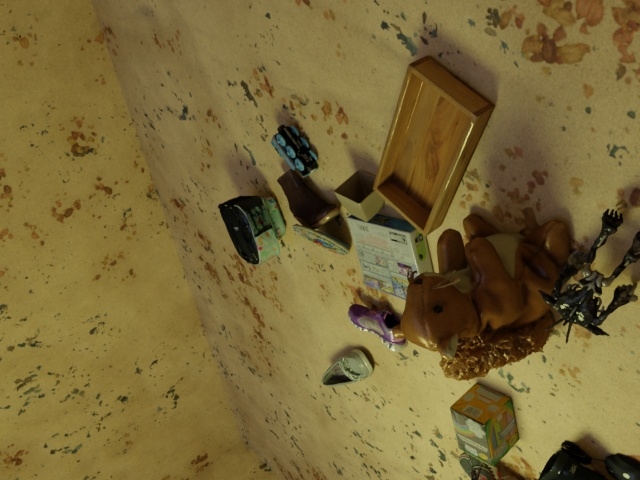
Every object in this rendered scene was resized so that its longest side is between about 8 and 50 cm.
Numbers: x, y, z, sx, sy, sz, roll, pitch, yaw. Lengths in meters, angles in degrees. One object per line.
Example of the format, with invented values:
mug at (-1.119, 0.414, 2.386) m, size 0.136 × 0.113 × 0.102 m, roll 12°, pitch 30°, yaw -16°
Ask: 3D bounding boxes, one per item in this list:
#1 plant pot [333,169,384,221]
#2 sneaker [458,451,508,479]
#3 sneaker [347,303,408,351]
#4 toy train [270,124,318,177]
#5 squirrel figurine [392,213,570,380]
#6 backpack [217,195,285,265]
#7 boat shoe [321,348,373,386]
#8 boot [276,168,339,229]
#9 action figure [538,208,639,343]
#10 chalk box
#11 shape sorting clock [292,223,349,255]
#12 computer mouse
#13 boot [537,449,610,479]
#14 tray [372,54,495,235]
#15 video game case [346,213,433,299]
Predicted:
plant pot at (0.121, -0.120, 1.831) m, size 0.109 × 0.109 × 0.096 m, roll 30°, pitch 153°, yaw 40°
sneaker at (0.509, 0.758, 1.993) m, size 0.299 × 0.112 × 0.121 m, roll -135°, pitch 32°, yaw -66°
sneaker at (0.191, 0.260, 2.100) m, size 0.236 × 0.095 × 0.105 m, roll 30°, pitch 134°, yaw 34°
toy train at (-0.079, -0.278, 2.017) m, size 0.184 × 0.080 × 0.105 m, roll 53°, pitch 160°, yaw 5°
squirrel figurine at (0.354, 0.169, 1.456) m, size 0.281 × 0.370 × 0.397 m, roll 17°, pitch 131°, yaw 50°
backpack at (-0.244, -0.042, 2.376) m, size 0.225 × 0.191 × 0.254 m, roll 5°, pitch 114°, yaw 59°
boat shoe at (0.099, 0.497, 2.446) m, size 0.118 × 0.103 × 0.320 m, roll 57°, pitch 152°, yaw 3°
boot at (-0.050, -0.140, 2.082) m, size 0.207 × 0.090 × 0.248 m, roll 59°, pitch 155°, yaw -6°
action figure at (0.561, 0.082, 1.299) m, size 0.164 × 0.141 × 0.276 m, roll 40°, pitch 131°, yaw 26°
chalk box at (0.483, 0.554, 1.875) m, size 0.132 × 0.132 × 0.213 m, roll 18°, pitch 132°, yaw 49°
shape sorting clock at (0.000, 0.000, 2.093) m, size 0.206 × 0.040 × 0.206 m, roll 22°, pitch 175°, yaw 2°
computer mouse at (0.710, 0.565, 1.624) m, size 0.242 × 0.041 × 0.071 m, roll 1°, pitch 119°, yaw 58°
boot at (0.688, 0.647, 1.673) m, size 0.207 × 0.094 × 0.246 m, roll 31°, pitch 161°, yaw 20°
tray at (0.258, -0.215, 1.552) m, size 0.203 × 0.076 × 0.411 m, roll 45°, pitch 149°, yaw 23°
video game case at (0.210, 0.048, 1.887) m, size 0.269 × 0.061 × 0.244 m, roll 18°, pitch 130°, yaw 50°
